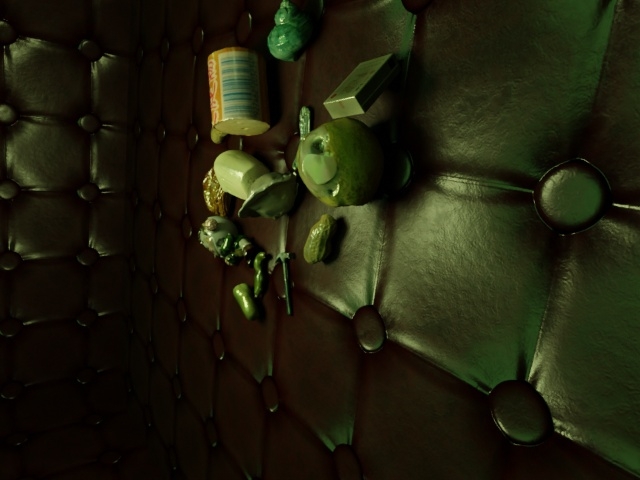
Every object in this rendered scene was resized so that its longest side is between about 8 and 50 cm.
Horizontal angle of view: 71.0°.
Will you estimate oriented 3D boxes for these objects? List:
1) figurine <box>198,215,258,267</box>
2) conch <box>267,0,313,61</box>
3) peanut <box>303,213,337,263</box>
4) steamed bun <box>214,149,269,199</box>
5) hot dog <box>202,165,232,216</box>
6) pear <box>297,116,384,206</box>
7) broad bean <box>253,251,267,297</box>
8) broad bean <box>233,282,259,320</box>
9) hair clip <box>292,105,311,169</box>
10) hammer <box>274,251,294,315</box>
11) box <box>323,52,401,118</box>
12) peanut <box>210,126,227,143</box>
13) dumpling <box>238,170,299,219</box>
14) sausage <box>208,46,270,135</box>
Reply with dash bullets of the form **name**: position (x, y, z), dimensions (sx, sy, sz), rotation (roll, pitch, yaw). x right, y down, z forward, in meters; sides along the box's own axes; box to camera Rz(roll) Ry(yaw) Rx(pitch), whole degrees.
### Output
- **figurine**: position (-0.405, 0.004, 1.976), dimensions (0.370, 0.167, 0.281), rotation (28, 150, 38)
- **conch**: position (-0.114, -0.735, 1.579), dimensions (0.196, 0.134, 0.202), rotation (47, 127, 38)
- **peanut**: position (0.000, 0.000, 1.517), dimensions (0.093, 0.083, 0.194), rotation (51, 129, 36)
- **steamed bun**: position (-0.308, -0.269, 1.856), dimensions (0.226, 0.170, 0.200), rotation (32, 150, 29)
- **hot dog**: position (-0.467, -0.241, 2.071), dimensions (0.175, 0.114, 0.258), rotation (33, 118, 45)
- **pear**: position (0.061, -0.222, 1.323), dimensions (0.271, 0.271, 0.270), rotation (4, 95, 52)
- **broad bean**: position (-0.252, 0.145, 1.871), dimensions (0.070, 0.048, 0.213), rotation (33, 122, 52)
- **broad bean**: position (-0.318, 0.263, 1.921), dimensions (0.124, 0.082, 0.174), rotation (90, 158, -66)
- **hair clip**: position (-0.065, -0.366, 1.618), dimensions (0.066, 0.036, 0.229), rotation (16, 99, 45)
- **hammer**: position (-0.135, 0.168, 1.745), dimensions (0.103, 0.029, 0.246), rotation (-4, 91, 51)
- **box**: position (0.119, -0.435, 1.268), dimensions (0.141, 0.201, 0.058), rotation (7, 143, 50)
- **peanut**: position (-0.462, -0.513, 2.087), dimensions (0.174, 0.080, 0.080), rotation (-44, 59, 48)
- **dumpling**: position (-0.200, -0.176, 1.668), dimensions (0.293, 0.205, 0.163), rotation (-43, 47, 54)
- **sausage**: position (-0.320, -0.579, 1.774), dimensions (0.233, 0.233, 0.286), rotation (-8, 87, 52)
